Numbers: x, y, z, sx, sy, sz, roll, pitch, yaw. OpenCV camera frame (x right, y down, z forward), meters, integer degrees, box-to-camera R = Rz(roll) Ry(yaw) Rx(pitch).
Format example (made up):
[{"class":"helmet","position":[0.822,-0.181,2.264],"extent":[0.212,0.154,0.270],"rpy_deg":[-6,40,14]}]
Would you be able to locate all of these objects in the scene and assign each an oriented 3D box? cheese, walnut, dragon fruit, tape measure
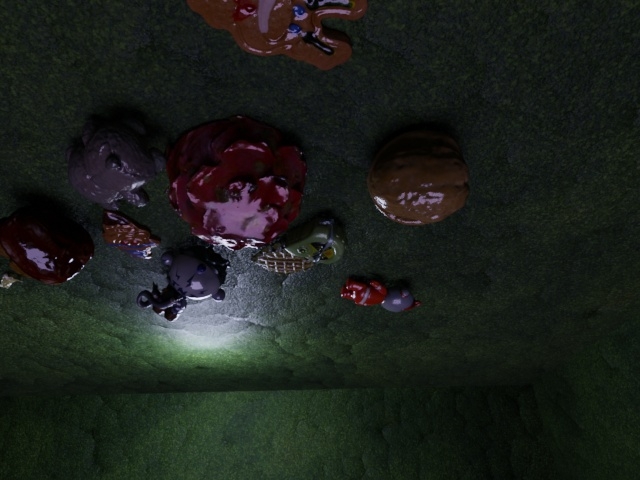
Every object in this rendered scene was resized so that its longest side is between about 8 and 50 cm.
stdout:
[{"class":"cheese","position":[-1.199,0.153,1.646],"extent":[0.084,0.041,0.060],"rpy_deg":[-29,148,12]},{"class":"walnut","position":[-0.853,0.015,1.308],"extent":[0.243,0.222,0.269],"rpy_deg":[-23,126,16]},{"class":"walnut","position":[0.243,-0.155,1.083],"extent":[0.256,0.224,0.257],"rpy_deg":[5,110,13]},{"class":"dragon fruit","position":[-0.221,-0.116,1.118],"extent":[0.386,0.249,0.371],"rpy_deg":[11,140,-21]},{"class":"tape measure","position":[0.000,0.000,1.409],"extent":[0.175,0.106,0.200],"rpy_deg":[36,133,-28]}]

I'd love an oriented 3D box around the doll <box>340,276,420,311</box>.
[{"class":"doll","position":[0.259,0.224,1.767],"extent":[0.336,0.105,0.200],"rpy_deg":[13,143,-8]}]

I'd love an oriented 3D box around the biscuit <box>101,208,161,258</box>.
[{"class":"biscuit","position":[-0.640,-0.013,1.428],"extent":[0.183,0.043,0.280],"rpy_deg":[-6,149,1]}]

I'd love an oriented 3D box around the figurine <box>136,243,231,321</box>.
[{"class":"figurine","position":[-0.472,0.152,1.545],"extent":[0.261,0.186,0.382],"rpy_deg":[29,132,-24]}]

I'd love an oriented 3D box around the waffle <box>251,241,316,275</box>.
[{"class":"waffle","position":[-0.122,0.069,1.542],"extent":[0.207,0.054,0.214],"rpy_deg":[-22,143,38]}]

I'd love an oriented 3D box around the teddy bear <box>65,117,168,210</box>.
[{"class":"teddy bear","position":[-0.508,-0.183,1.049],"extent":[0.267,0.151,0.236],"rpy_deg":[-19,108,45]}]

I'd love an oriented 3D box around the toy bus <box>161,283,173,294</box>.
[{"class":"toy bus","position":[-0.597,0.226,1.751],"extent":[0.069,0.074,0.162],"rpy_deg":[7,148,-2]}]

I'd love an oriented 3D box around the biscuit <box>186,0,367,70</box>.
[{"class":"biscuit","position":[-0.081,-0.434,0.804],"extent":[0.333,0.047,0.202],"rpy_deg":[9,145,-15]}]
